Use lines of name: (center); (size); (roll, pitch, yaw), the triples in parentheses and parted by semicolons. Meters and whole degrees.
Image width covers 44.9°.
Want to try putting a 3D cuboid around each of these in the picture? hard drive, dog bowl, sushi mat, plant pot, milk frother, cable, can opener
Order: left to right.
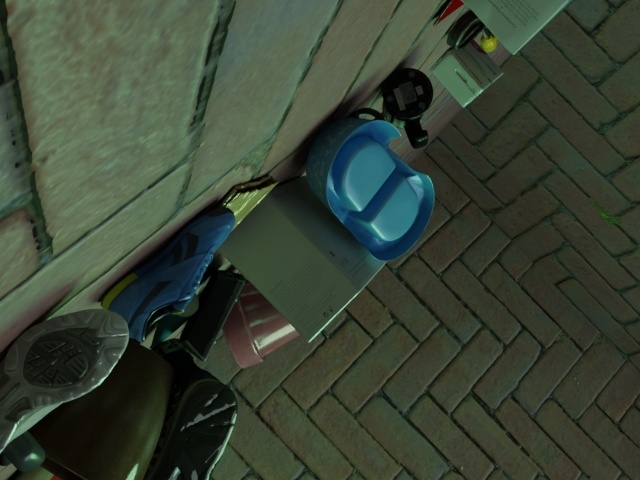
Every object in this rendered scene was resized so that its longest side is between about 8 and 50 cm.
can opener: (-0.419, 0.287, 1.017); (0.076, 0.095, 0.283); (-41, 176, -32)
plant pot: (-0.346, 0.289, 1.278); (0.230, 0.215, 0.215); (-59, -175, -27)
sushi mat: (-0.192, 0.026, 1.132); (0.316, 0.019, 0.151); (-45, 176, 18)
hard drive: (-0.205, 0.131, 1.441); (0.172, 0.054, 0.255); (-64, -171, -6)
plant pot: (-0.122, 0.163, 1.734); (0.180, 0.201, 0.201); (-20, 177, 0)
dog bowl: (0.081, -0.086, 1.266); (0.166, 0.074, 0.297); (-53, 138, -7)
milk frother: (0.118, -0.220, 1.335); (0.143, 0.129, 0.135); (-1, 179, 4)
cable: (0.329, -0.415, 1.468); (0.139, 0.072, 0.287); (-52, 173, 28)

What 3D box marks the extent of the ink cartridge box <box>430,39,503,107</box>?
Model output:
ink cartridge box: (0.313, -0.360, 1.649); (0.063, 0.109, 0.150); (-42, 179, 39)

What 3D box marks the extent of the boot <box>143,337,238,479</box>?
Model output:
boot: (-0.301, 0.380, 1.438); (0.284, 0.138, 0.377); (34, -78, 61)

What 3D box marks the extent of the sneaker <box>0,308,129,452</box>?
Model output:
sneaker: (-0.307, 0.148, 0.840); (0.232, 0.090, 0.115); (-35, -177, -3)

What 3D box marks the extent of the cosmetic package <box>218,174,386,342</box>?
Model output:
cosmetic package: (-0.024, 0.021, 1.332); (0.138, 0.225, 0.224); (-47, 176, 20)

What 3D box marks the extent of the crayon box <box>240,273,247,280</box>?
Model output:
crayon box: (-0.111, 0.056, 2.031); (0.323, 0.083, 0.203); (-45, 176, 41)

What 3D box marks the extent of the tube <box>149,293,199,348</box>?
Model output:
tube: (-0.274, 0.144, 1.435); (0.080, 0.052, 0.207); (-54, -175, -31)

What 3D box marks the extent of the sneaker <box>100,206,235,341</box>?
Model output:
sneaker: (-0.173, 0.044, 0.981); (0.209, 0.082, 0.069); (-43, 165, -23)

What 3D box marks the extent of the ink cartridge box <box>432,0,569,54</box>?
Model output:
ink cartridge box: (0.348, -0.416, 1.157); (0.309, 0.130, 0.272); (-42, 177, -40)

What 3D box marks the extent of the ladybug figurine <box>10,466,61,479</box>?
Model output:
ladybug figurine: (-0.646, 0.610, 1.844); (0.305, 0.162, 0.449); (-40, 175, -45)

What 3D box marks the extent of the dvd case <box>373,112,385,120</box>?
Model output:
dvd case: (0.098, -0.224, 1.600); (0.119, 0.013, 0.087); (-43, 177, -29)
